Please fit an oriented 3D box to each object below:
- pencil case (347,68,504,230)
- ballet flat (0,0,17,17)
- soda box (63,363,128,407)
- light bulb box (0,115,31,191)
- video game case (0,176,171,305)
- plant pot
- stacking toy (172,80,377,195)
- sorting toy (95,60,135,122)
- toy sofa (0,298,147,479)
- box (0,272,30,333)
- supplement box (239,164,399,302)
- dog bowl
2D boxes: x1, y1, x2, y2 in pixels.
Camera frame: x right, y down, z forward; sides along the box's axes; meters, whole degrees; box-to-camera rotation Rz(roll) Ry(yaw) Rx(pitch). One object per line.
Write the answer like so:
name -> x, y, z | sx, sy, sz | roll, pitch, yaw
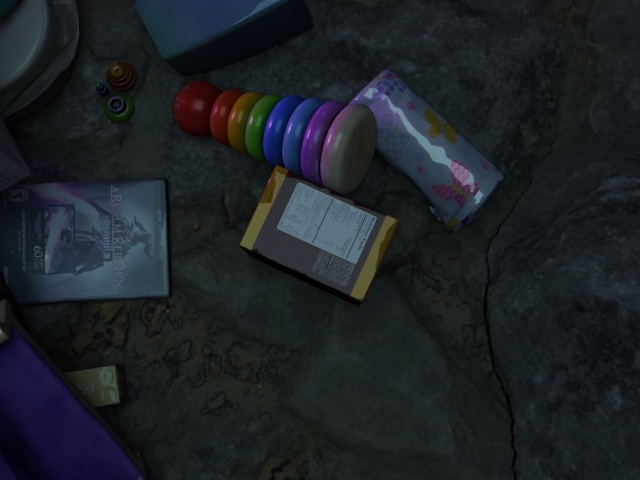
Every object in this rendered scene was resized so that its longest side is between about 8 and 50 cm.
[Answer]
pencil case -> 0.159, -0.143, 1.312 | 0.273, 0.124, 0.113 | 46, 46, 4
ballet flat -> -0.479, -0.421, 1.270 | 0.077, 0.077, 0.231 | 35, 81, 25
soda box -> -0.398, 0.237, 1.296 | 0.181, 0.058, 0.061 | -9, 83, 0
light bulb box -> -0.633, -0.131, 1.046 | 0.361, 0.358, 0.225 | -30, 77, -4
video game case -> -0.381, 0.002, 1.340 | 0.274, 0.026, 0.196 | -3, 84, 1
plant pot -> -0.159, -0.373, 1.319 | 0.234, 0.165, 0.165 | -30, 84, 5
stacking toy -> -0.086, -0.180, 1.281 | 0.330, 0.141, 0.141 | 20, 83, 22
sorting toy -> -0.337, -0.247, 1.359 | 0.061, 0.042, 0.102 | 2, 84, 0
toy sofa -> -0.394, 0.277, 1.156 | 0.150, 0.177, 0.362 | -33, 116, -4
box -> -0.628, 0.022, 1.267 | 0.191, 0.143, 0.381 | -30, 81, -3
supplement box -> 0.000, 0.000, 1.255 | 0.194, 0.191, 0.129 | 25, 84, 3
dog bowl -> -0.553, -0.342, 1.341 | 0.349, 0.102, 0.348 | 0, 83, 1
